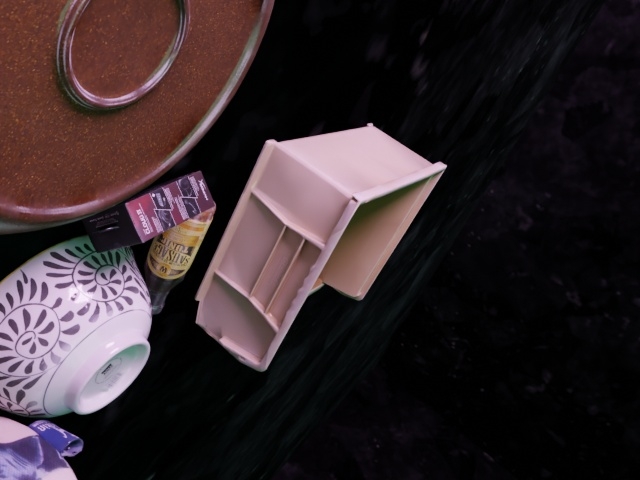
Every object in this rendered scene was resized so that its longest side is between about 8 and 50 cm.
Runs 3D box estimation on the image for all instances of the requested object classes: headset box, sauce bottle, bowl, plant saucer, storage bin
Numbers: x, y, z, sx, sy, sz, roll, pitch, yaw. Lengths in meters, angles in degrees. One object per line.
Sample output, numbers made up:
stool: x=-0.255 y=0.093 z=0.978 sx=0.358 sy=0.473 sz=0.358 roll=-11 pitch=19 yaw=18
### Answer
headset box: x=-0.132 y=-0.020 z=0.472 sx=0.062 sy=0.032 sz=0.083 roll=-11 pitch=-165 yaw=41
sauce bottle: x=-0.136 y=0.014 z=0.572 sx=0.042 sy=0.042 sz=0.128 roll=-25 pitch=146 yaw=-59
bowl: x=-0.192 y=0.085 z=0.501 sx=0.170 sy=0.080 sz=0.170 roll=-46 pitch=162 yaw=-19
plant saucer: x=-0.117 y=-0.119 z=0.338 sx=0.310 sy=0.050 sz=0.310 roll=-47 pitch=162 yaw=-20
storage bin: x=0.000 y=0.000 z=0.775 sx=0.262 sy=0.123 sz=0.260 roll=-26 pitch=149 yaw=-58

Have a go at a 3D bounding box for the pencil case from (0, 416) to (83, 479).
pencil case: x=-0.274 y=0.175 z=0.281 sx=0.410 sy=0.183 sz=0.160 roll=39 pitch=48 yaw=-73
